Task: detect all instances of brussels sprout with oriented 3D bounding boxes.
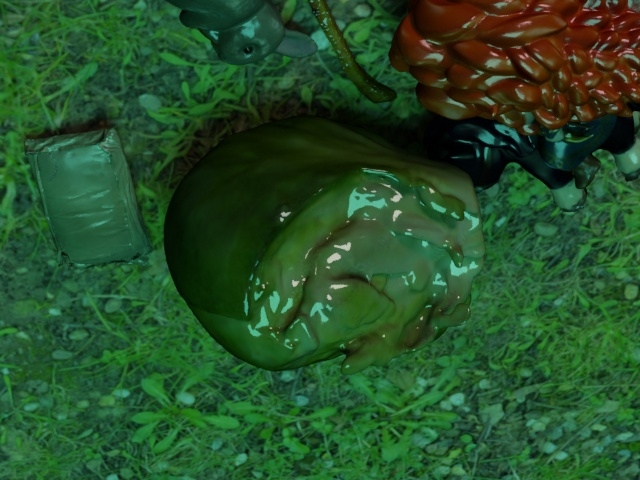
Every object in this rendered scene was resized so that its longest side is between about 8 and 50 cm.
[{"bbox_3d":[0.000,0.000,2.024,0.371,0.315,0.276,-9,112,-18],"label":"brussels sprout"}]

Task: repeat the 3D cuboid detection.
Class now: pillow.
[{"bbox_3d":[-0.278,-0.046,2.066,0.119,0.053,0.208,-11,130,-2],"label":"pillow"}]

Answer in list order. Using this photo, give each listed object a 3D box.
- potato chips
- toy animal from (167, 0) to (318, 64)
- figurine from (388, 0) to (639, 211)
[{"bbox_3d":[0.030,-0.228,2.025,0.037,0.026,0.204,-33,128,7],"label":"potato chips"},{"bbox_3d":[-0.092,-0.254,1.909,0.108,0.138,0.236,-53,126,-16],"label":"toy animal"},{"bbox_3d":[0.243,-0.183,2.017,0.306,0.241,0.412,4,149,11],"label":"figurine"}]
